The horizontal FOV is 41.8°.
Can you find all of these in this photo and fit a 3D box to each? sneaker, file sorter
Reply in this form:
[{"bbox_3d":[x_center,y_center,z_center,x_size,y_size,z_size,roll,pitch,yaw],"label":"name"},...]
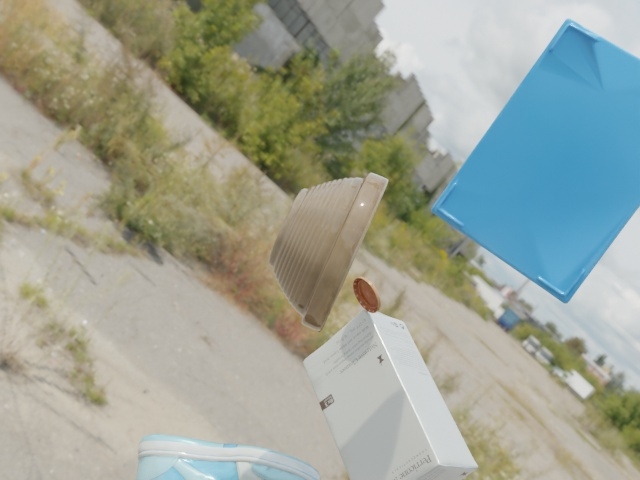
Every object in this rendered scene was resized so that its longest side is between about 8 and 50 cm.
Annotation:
[{"bbox_3d":[-0.168,0.450,1.398,0.319,0.208,0.127,5,-30,9],"label":"sneaker"},{"bbox_3d":[0.189,-0.053,0.640,0.118,0.170,0.104,37,6,18],"label":"file sorter"}]

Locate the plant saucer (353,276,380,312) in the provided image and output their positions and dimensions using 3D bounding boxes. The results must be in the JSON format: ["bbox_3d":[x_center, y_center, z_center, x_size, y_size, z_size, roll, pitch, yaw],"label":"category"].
[{"bbox_3d":[0.100,0.114,1.774,0.083,0.013,0.083,39,-37,38],"label":"plant saucer"}]

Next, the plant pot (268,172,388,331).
[{"bbox_3d":[0.000,0.000,1.182,0.110,0.237,0.237,25,4,1],"label":"plant pot"}]

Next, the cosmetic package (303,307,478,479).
[{"bbox_3d":[0.140,0.368,1.790,0.156,0.217,0.385,23,31,-45],"label":"cosmetic package"}]
